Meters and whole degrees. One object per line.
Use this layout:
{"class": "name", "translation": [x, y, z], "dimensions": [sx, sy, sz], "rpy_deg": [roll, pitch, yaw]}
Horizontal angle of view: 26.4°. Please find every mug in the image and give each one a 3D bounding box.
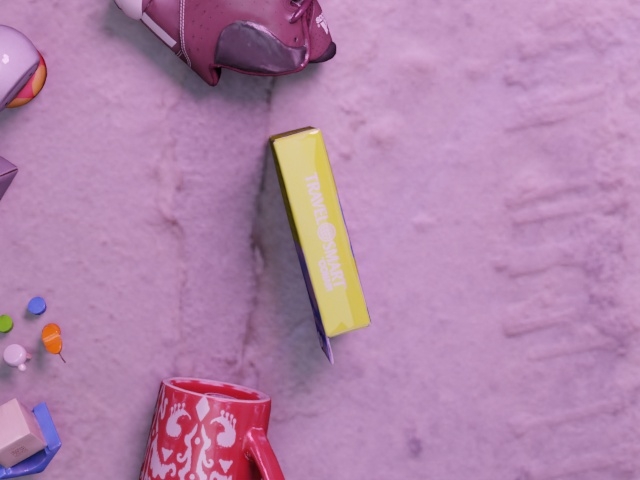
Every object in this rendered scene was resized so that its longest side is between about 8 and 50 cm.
{"class": "mug", "translation": [-0.080, 0.205, 1.104], "dimensions": [0.150, 0.113, 0.169], "rpy_deg": [10, 91, 7]}

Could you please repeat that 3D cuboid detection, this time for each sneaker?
{"class": "sneaker", "translation": [-0.014, -0.231, 1.071], "dimensions": [0.281, 0.106, 0.162], "rpy_deg": [-39, 102, 12]}

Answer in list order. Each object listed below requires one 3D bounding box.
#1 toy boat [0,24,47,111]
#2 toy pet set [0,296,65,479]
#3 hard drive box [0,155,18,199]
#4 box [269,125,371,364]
{"class": "toy boat", "translation": [-0.241, -0.254, 1.025], "dimensions": [0.267, 0.148, 0.318], "rpy_deg": [-2, 96, -3]}
{"class": "toy pet set", "translation": [-0.253, 0.130, 1.124], "dimensions": [0.122, 0.065, 0.114], "rpy_deg": [-29, 62, -2]}
{"class": "hard drive box", "translation": [-0.388, -0.042, 1.072], "dimensions": [0.232, 0.089, 0.181], "rpy_deg": [32, 95, -6]}
{"class": "box", "translation": [0.000, 0.000, 1.084], "dimensions": [0.042, 0.109, 0.178], "rpy_deg": [-15, 97, -3]}
